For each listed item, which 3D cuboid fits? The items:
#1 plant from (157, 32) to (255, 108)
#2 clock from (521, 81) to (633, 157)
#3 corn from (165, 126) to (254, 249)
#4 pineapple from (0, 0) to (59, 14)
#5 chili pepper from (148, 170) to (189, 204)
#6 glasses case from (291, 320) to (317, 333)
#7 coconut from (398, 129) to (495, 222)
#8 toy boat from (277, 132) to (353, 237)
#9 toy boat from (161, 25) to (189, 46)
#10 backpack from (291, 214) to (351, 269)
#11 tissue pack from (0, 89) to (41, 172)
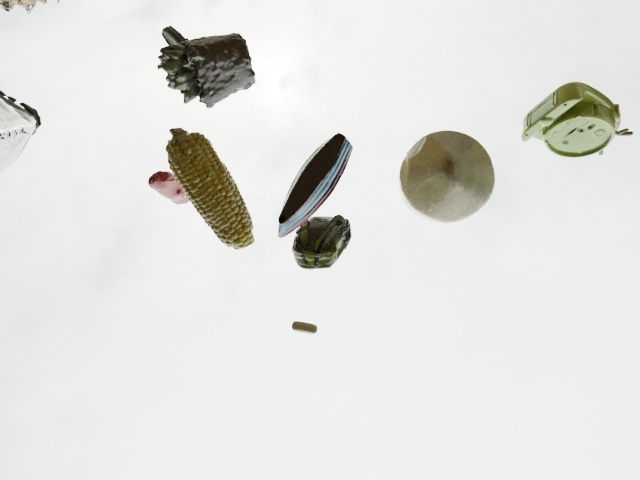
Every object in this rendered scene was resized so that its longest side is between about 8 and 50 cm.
[{"bbox_3d":[-0.246,-0.369,0.978,0.194,0.132,0.129,-18,-141,-8],"label":"plant"},{"bbox_3d":[0.828,-0.358,1.436,0.308,0.235,0.096,21,-119,-11],"label":"clock"},{"bbox_3d":[-0.278,-0.132,1.143,0.130,0.347,0.130,-28,-170,6],"label":"corn"},{"bbox_3d":[-0.424,-0.397,0.619,0.161,0.176,0.137,-2,-171,-9],"label":"pineapple"},{"bbox_3d":[-0.580,-0.207,1.780,0.110,0.387,0.110,0,-94,1],"label":"chili pepper"},{"bbox_3d":[-0.051,0.277,1.432,0.083,0.021,0.032,11,-127,-5],"label":"glasses case"},{"bbox_3d":[0.323,-0.162,1.167,0.237,0.266,0.238,1,-87,10],"label":"coconut"},{"bbox_3d":[-0.029,-0.180,1.438,0.136,0.079,0.392,30,-105,12],"label":"toy boat"},{"bbox_3d":[-0.453,-0.637,1.449,0.137,0.060,0.061,46,-140,15],"label":"toy boat"},{"bbox_3d":[0.000,0.000,1.652,0.207,0.140,0.253,0,-145,20],"label":"backpack"},{"bbox_3d":[-0.385,-0.117,0.327,0.122,0.259,0.361,-56,-153,1],"label":"tissue pack"}]
